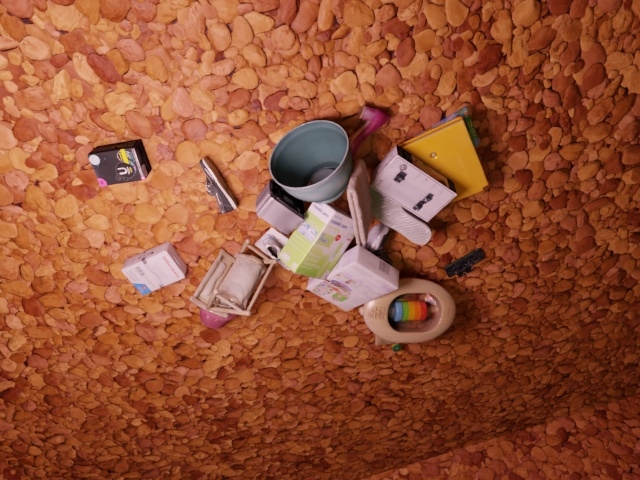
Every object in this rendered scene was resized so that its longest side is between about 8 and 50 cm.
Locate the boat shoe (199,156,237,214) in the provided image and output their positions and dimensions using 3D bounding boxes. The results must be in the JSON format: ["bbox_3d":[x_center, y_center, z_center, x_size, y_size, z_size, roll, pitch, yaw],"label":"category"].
[{"bbox_3d":[-0.396,-0.200,1.541,0.079,0.084,0.233,-22,124,4],"label":"boat shoe"}]

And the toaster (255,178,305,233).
[{"bbox_3d":[-0.156,-0.135,1.565,0.186,0.168,0.110,34,111,-25],"label":"toaster"}]

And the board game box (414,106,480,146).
[{"bbox_3d":[0.490,-0.388,1.586,0.212,0.039,0.160,-29,121,10],"label":"board game box"}]

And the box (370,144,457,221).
[{"bbox_3d":[0.352,-0.213,1.570,0.290,0.087,0.169,28,127,-16],"label":"box"}]

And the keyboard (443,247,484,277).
[{"bbox_3d":[0.681,0.118,1.916,0.192,0.038,0.100,-31,120,11],"label":"keyboard"}]

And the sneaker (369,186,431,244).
[{"bbox_3d":[0.316,-0.110,1.687,0.321,0.127,0.126,41,114,0],"label":"sneaker"}]

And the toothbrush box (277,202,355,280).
[{"bbox_3d":[0.000,0.000,1.619,0.206,0.122,0.283,22,104,-52],"label":"toothbrush box"}]

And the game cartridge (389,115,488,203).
[{"bbox_3d":[0.464,-0.280,1.592,0.285,0.052,0.323,-22,126,23],"label":"game cartridge"}]

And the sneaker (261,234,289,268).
[{"bbox_3d":[-0.164,0.064,1.654,0.071,0.083,0.191,-40,120,13],"label":"sneaker"}]

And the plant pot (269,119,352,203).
[{"bbox_3d":[-0.009,-0.253,1.474,0.293,0.293,0.196,-27,145,8],"label":"plant pot"}]

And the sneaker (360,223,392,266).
[{"bbox_3d":[0.258,0.049,1.779,0.153,0.101,0.268,17,122,-18],"label":"sneaker"}]

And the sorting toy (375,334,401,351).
[{"bbox_3d":[0.336,0.448,2.055,0.132,0.046,0.274,-7,122,-4],"label":"sorting toy"}]

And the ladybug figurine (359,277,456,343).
[{"bbox_3d":[0.392,0.313,1.892,0.450,0.162,0.305,4,97,-10],"label":"ladybug figurine"}]

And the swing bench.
[{"bbox_3d":[-0.340,0.156,1.603,0.165,0.253,0.255,40,146,-23],"label":"swing bench"}]

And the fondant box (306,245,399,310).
[{"bbox_3d":[0.134,0.170,1.754,0.238,0.096,0.330,32,138,-24],"label":"fondant box"}]

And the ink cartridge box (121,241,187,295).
[{"bbox_3d":[-0.676,0.115,1.685,0.203,0.086,0.148,-22,122,4],"label":"ink cartridge box"}]

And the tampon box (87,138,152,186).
[{"bbox_3d":[-0.700,-0.272,1.442,0.161,0.101,0.120,-10,121,-2],"label":"tampon box"}]

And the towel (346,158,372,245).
[{"bbox_3d":[0.151,-0.134,1.520,0.049,0.187,0.282,1,136,17],"label":"towel"}]

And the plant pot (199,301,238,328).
[{"bbox_3d":[-0.437,0.279,1.769,0.201,0.201,0.180,17,133,-18],"label":"plant pot"}]

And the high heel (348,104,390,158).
[{"bbox_3d":[0.165,-0.374,1.529,0.117,0.082,0.244,15,109,-18],"label":"high heel"}]

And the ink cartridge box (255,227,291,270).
[{"bbox_3d":[-0.166,0.022,1.717,0.115,0.067,0.198,-42,119,16],"label":"ink cartridge box"}]
